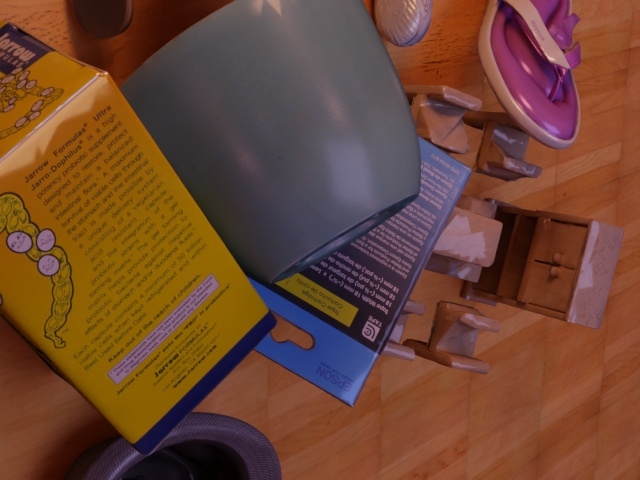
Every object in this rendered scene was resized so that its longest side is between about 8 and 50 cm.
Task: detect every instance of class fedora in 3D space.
[{"bbox_3d":[-0.190,0.302,1.321,0.275,0.124,0.244,-9,106,-39],"label":"fedora"}]

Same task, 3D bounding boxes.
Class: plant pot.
[{"bbox_3d":[-0.032,-0.099,1.188,0.293,0.293,0.235,-27,84,-43],"label":"plant pot"}]

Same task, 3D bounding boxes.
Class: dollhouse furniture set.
[{"bbox_3d":[0.204,-0.003,1.694,0.394,0.256,0.362,15,89,-31],"label":"dollhouse furniture set"}]

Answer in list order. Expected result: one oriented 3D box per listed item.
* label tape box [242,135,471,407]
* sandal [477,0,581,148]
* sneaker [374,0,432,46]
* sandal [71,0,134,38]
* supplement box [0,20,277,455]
[{"bbox_3d":[0.000,0.000,1.381,0.240,0.106,0.334,32,72,-10],"label":"label tape box"},{"bbox_3d":[0.312,-0.301,1.632,0.169,0.102,0.416,25,43,-19],"label":"sandal"},{"bbox_3d":[0.111,-0.376,1.524,0.086,0.085,0.237,-31,125,-74],"label":"sneaker"},{"bbox_3d":[-0.209,-0.329,1.159,0.079,0.088,0.240,-65,162,-68],"label":"sandal"},{"bbox_3d":[-0.232,0.003,1.093,0.195,0.194,0.356,-45,133,-15],"label":"supplement box"}]
